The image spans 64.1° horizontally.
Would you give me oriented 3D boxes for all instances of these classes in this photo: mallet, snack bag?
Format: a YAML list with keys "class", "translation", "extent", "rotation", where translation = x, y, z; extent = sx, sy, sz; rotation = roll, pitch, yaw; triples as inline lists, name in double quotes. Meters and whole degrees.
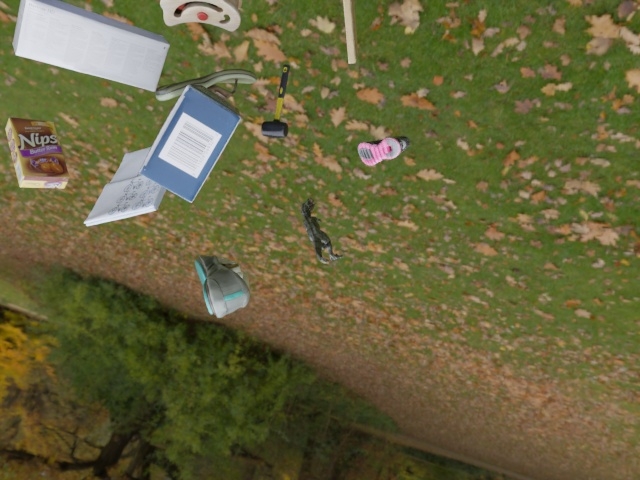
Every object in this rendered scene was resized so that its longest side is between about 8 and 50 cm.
- class: "mallet"
  translation: [-0.107, -0.340, 1.251]
  extent: [0.062, 0.189, 0.039]
  rotation: [-1, 168, 14]
- class: "snack bag"
  translation: [-0.588, -0.205, 1.661]
  extent: [0.323, 0.342, 0.037]
  rotation: [-9, 139, 29]

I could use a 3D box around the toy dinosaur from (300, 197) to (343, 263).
- class: "toy dinosaur"
  translation: [0.000, 0.000, 1.396]
  extent: [0.064, 0.268, 0.118]
  rotation: [-30, 135, 9]

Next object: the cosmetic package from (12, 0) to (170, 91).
- class: "cosmetic package"
  translation: [-0.405, -0.352, 0.916]
  extent: [0.239, 0.099, 0.060]
  rotation: [6, -145, -40]

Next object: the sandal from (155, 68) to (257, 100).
- class: "sandal"
  translation: [-0.318, -0.422, 1.446]
  extent: [0.120, 0.303, 0.086]
  rotation: [12, 121, 54]

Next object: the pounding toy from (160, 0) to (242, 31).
- class: "pounding toy"
  translation: [-0.295, -0.672, 1.381]
  extent: [0.270, 0.154, 0.154]
  rotation: [-3, 163, 13]

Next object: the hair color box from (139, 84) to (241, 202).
- class: "hair color box"
  translation: [-0.243, -0.204, 1.002]
  extent: [0.105, 0.174, 0.347]
  rotation: [30, -171, -16]

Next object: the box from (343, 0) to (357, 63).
- class: "box"
  translation: [0.072, -0.538, 1.226]
  extent: [0.021, 0.164, 0.201]
  rotation: [-4, 115, 8]

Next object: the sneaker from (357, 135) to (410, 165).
- class: "sneaker"
  translation: [0.121, -0.175, 0.970]
  extent: [0.119, 0.057, 0.047]
  rotation: [4, 119, 53]

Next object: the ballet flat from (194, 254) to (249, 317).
- class: "ballet flat"
  translation: [-0.143, 0.061, 0.758]
  extent: [0.068, 0.072, 0.213]
  rotation: [-19, -165, -13]

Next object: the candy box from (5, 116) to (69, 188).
- class: "candy box"
  translation: [-0.730, -0.225, 1.317]
  extent: [0.109, 0.186, 0.053]
  rotation: [-4, 151, -47]
